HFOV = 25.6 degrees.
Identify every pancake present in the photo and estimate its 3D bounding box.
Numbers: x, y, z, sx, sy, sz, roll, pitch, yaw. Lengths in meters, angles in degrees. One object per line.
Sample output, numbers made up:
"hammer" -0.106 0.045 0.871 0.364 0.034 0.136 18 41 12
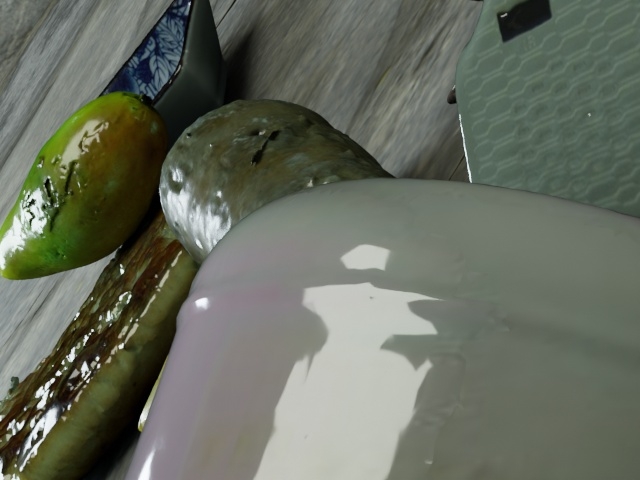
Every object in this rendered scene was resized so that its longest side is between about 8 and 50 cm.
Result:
"pancake" -0.217 0.125 1.240 0.427 0.067 0.305 -50 16 22

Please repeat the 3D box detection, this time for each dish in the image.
"dish" -0.167 -0.121 1.401 0.243 0.080 0.182 -46 25 30

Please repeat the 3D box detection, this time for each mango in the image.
"mango" -0.218 -0.037 1.274 0.233 0.111 0.125 -44 11 26

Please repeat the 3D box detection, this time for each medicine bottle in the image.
"medicine bottle" 0.036 0.159 0.421 0.241 0.241 0.302 -14 54 59

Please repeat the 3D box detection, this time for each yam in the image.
"yam" 0.000 0.000 0.842 0.133 0.133 0.330 -57 26 3

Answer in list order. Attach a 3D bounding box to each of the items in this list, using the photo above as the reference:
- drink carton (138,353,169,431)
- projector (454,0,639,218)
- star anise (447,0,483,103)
"drink carton" -0.041 0.105 0.868 0.200 0.074 0.084 -11 51 62
"projector" 0.195 -0.059 0.420 0.250 0.198 0.108 -25 69 52
"star anise" 0.154 -0.162 0.798 0.230 0.081 0.262 -49 35 21
